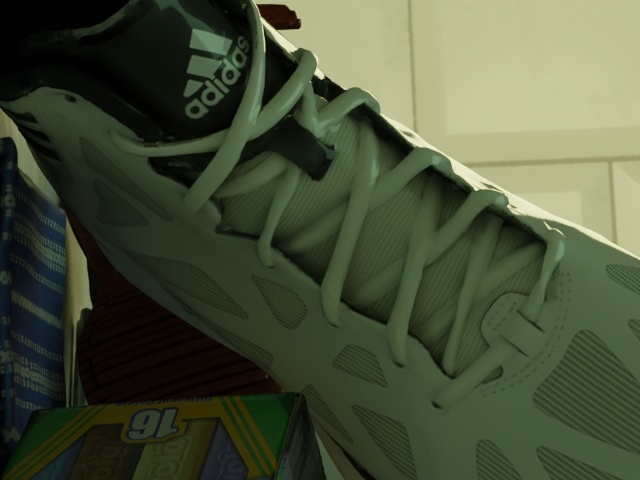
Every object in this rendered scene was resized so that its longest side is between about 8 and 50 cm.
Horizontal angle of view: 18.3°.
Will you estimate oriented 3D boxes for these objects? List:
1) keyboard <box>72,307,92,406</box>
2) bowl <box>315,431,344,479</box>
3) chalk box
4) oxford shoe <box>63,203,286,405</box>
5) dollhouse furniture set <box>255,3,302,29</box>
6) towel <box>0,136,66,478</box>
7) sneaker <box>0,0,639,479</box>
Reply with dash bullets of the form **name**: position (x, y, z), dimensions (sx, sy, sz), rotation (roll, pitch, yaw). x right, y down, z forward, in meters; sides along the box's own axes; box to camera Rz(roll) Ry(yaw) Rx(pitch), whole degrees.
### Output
- **keyboard**: position (-0.127, 0.165, 1.249), dimensions (0.014, 0.072, 0.256), rotation (-35, -134, 42)
- **bowl**: position (-0.055, 0.252, 1.390), dimensions (0.298, 0.134, 0.298), rotation (27, 49, -36)
- **chalk box**: position (-0.074, 0.177, 0.819), dimensions (0.213, 0.132, 0.132), rotation (-70, 152, -59)
- **oxford shoe**: position (-0.075, 0.071, 1.187), dimensions (0.348, 0.123, 0.130), rotation (-106, -177, -57)
- **dollhouse furniture set**: position (-0.096, -0.238, 1.323), dimensions (0.374, 0.152, 0.201), rotation (-83, 170, -85)
- **towel**: position (-0.143, 0.130, 1.005), dimensions (0.243, 0.040, 0.336), rotation (87, 1, -82)
- **sneaker**: position (-0.001, 0.001, 0.871), dimensions (0.169, 0.447, 0.257), rotation (-56, 148, -7)
